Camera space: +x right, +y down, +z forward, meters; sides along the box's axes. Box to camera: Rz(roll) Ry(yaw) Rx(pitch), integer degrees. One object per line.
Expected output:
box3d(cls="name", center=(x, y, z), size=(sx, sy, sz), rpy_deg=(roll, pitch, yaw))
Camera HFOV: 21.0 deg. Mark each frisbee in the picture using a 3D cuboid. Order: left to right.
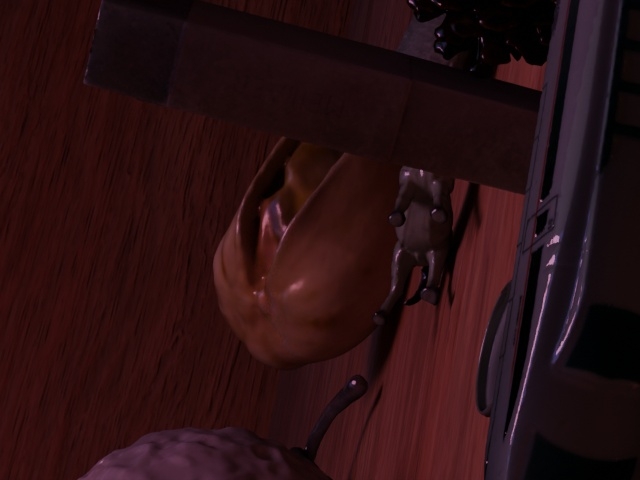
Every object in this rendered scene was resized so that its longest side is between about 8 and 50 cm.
box3d(cls="frisbee", center=(0.142, 0.083, 1.336), size=(0.110, 0.014, 0.110), rpy_deg=(-165, 90, -85))

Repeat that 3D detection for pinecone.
box3d(cls="pinecone", center=(0.141, -0.207, 1.372), size=(0.165, 0.163, 0.163), rpy_deg=(86, -171, -46))

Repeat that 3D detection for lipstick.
box3d(cls="lipstick", center=(0.002, -0.122, 1.389), size=(0.080, 0.371, 0.076), rpy_deg=(-89, 14, -69))

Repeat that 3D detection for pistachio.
box3d(cls="pistachio", center=(0.000, 0.000, 2.045), size=(0.238, 0.229, 0.321), rpy_deg=(24, -92, -61))

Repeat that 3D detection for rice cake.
box3d(cls="rice cake", center=(0.135, -0.232, 1.771), size=(0.206, 0.069, 0.063), rpy_deg=(-63, -21, -21))

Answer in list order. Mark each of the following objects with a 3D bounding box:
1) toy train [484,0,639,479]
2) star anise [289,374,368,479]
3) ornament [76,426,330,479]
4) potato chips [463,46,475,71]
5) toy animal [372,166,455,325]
box3d(cls="toy train", center=(0.164, -0.016, 0.963), size=(0.088, 0.086, 0.407), rpy_deg=(130, 153, -67))
box3d(cls="star anise", center=(-0.027, 0.368, 1.967), size=(0.359, 0.139, 0.316), rpy_deg=(-56, 22, 29))
box3d(cls="ornament", center=(-0.100, 0.337, 1.627), size=(0.337, 0.337, 0.337), rpy_deg=(-166, 90, -85))
box3d(cls="potato chips", center=(0.143, -0.228, 1.914), size=(0.208, 0.062, 0.195), rpy_deg=(-84, 14, -66))
box3d(cls="toy animal", center=(0.111, -0.035, 1.704), size=(0.176, 0.073, 0.217), rpy_deg=(-59, -18, -53))
